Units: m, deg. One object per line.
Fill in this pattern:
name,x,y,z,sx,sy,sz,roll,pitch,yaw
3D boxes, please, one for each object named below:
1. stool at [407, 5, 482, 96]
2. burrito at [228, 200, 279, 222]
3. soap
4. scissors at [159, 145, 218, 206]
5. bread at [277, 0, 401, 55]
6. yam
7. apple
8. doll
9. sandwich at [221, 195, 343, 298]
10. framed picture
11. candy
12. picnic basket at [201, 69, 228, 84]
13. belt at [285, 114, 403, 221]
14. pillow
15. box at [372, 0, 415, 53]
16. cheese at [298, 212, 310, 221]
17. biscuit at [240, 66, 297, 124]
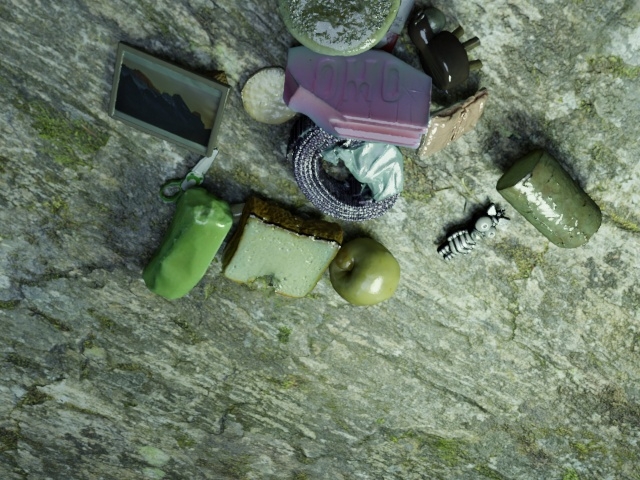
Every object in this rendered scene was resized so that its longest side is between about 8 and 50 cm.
stool,0.276,-0.435,1.508,0.121,0.125,0.217,-32,107,-4
burrito,-0.198,-0.074,1.763,0.188,0.045,0.058,-6,118,0
soap,0.078,-0.330,1.499,0.323,0.193,0.109,8,160,-2
scissors,-0.317,-0.159,1.696,0.101,0.027,0.204,29,120,-30
bread,0.041,-0.516,1.408,0.266,0.040,0.267,0,107,-1
yam,0.589,-0.115,1.751,0.304,0.168,0.168,37,115,-28
apple,0.122,0.089,1.840,0.199,0.200,0.200,-3,127,-4
doll,0.422,-0.020,1.864,0.219,0.067,0.091,-39,118,19
sandwich,-0.108,0.031,1.773,0.273,0.095,0.249,17,125,-21
framed picture,-0.348,-0.315,1.531,0.265,0.018,0.192,22,125,0
candy,-0.347,0.015,1.748,0.142,0.132,0.344,9,135,-34
picnic basket,-0.239,-0.341,1.538,0.071,0.072,0.083,-11,117,2
belt,0.070,-0.186,1.665,0.260,0.122,0.325,-26,127,18
pillow,0.314,-0.277,1.587,0.232,0.043,0.126,-30,152,-36
box,0.134,-0.502,1.484,0.115,0.036,0.178,15,124,-16
cheese,-0.097,-0.006,1.830,0.097,0.037,0.192,31,118,-28
biscuit,-0.112,-0.339,1.588,0.151,0.020,0.152,-3,127,-4
